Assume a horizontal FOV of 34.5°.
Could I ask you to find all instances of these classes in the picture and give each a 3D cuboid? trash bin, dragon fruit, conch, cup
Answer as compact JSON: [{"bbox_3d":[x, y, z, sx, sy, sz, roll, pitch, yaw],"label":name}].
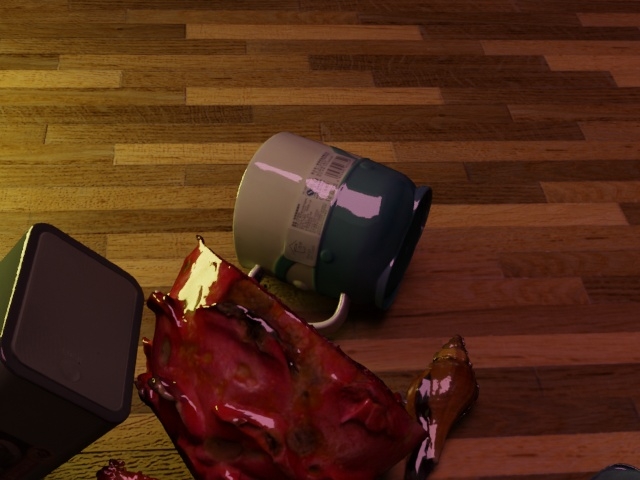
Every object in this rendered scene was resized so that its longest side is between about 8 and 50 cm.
[{"bbox_3d":[-0.368,0.180,1.170,0.158,0.343,0.223,33,30,-28],"label":"trash bin"},{"bbox_3d":[-0.073,0.186,1.224,0.249,0.371,0.386,-49,28,-8],"label":"dragon fruit"},{"bbox_3d":[0.156,0.214,1.378,0.086,0.080,0.233,19,43,28],"label":"conch"},{"bbox_3d":[0.000,0.000,1.534,0.257,0.219,0.290,19,73,16],"label":"cup"}]

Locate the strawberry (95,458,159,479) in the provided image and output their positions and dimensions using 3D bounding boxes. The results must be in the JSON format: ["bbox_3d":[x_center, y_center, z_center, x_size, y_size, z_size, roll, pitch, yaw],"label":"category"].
[{"bbox_3d":[-0.184,0.361,1.121,0.228,0.098,0.174,38,45,2],"label":"strawberry"}]

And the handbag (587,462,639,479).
[{"bbox_3d":[0.383,0.382,1.214,0.179,0.062,0.229,-25,48,-30],"label":"handbag"}]
